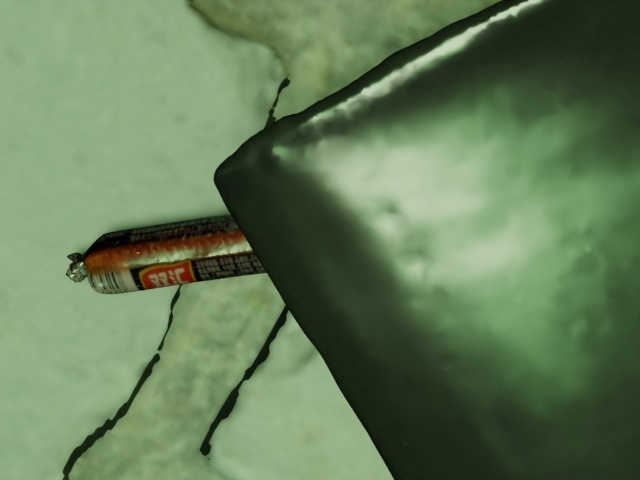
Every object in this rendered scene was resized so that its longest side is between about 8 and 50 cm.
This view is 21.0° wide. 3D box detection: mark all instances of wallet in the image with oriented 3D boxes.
[{"bbox_3d":[0.134,0.088,0.601,0.197,0.051,0.377,-28,101,14],"label":"wallet"}]

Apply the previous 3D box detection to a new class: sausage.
[{"bbox_3d":[0.000,0.000,0.636,0.198,0.025,0.028,-7,130,12],"label":"sausage"}]
